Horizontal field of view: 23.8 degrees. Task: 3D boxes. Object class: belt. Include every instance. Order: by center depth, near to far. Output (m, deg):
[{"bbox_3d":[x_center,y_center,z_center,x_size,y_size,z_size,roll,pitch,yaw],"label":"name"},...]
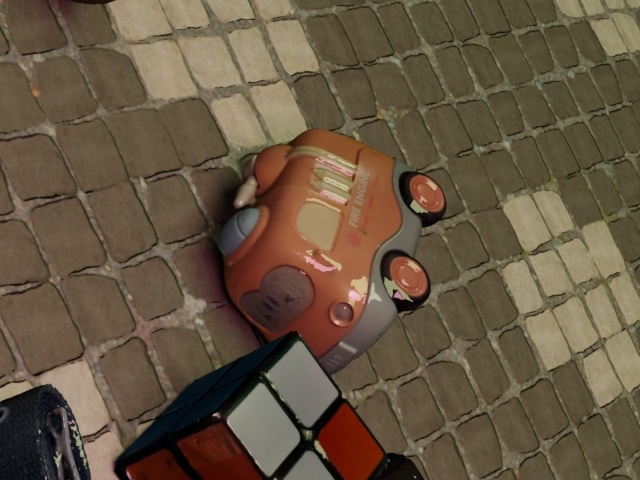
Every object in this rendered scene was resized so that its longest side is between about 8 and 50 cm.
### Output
[{"bbox_3d":[-0.275,0.249,1.390,0.122,0.128,0.218,42,31,-68],"label":"belt"}]

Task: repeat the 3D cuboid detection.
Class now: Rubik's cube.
[{"bbox_3d":[-0.070,0.228,1.564,0.180,0.183,0.167,53,41,-7],"label":"Rubik's cube"}]

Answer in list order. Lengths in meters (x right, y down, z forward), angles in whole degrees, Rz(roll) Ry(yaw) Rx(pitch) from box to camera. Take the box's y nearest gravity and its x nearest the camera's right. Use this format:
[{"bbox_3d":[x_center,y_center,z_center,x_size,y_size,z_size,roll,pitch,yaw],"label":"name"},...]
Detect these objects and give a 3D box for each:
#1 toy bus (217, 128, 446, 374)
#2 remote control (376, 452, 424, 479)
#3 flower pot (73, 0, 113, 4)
[{"bbox_3d":[0.000,0.000,1.774,0.232,0.194,0.288,34,46,-17],"label":"toy bus"},{"bbox_3d":[0.154,0.439,1.768,0.144,0.062,0.399,-27,89,-50],"label":"remote control"},{"bbox_3d":[-0.234,-0.424,1.732,0.266,0.266,0.267,42,53,-21],"label":"flower pot"}]
